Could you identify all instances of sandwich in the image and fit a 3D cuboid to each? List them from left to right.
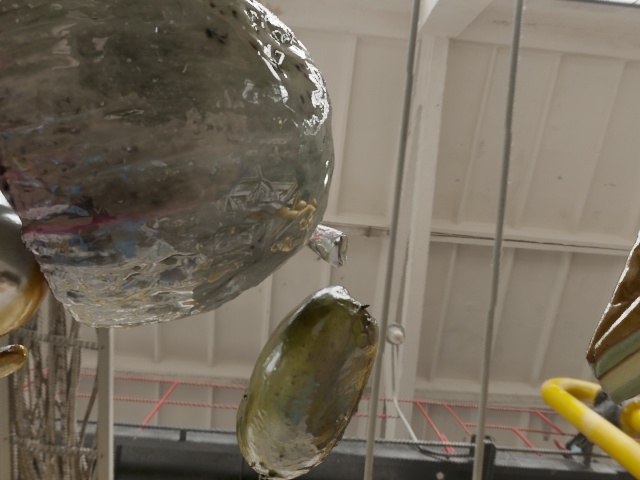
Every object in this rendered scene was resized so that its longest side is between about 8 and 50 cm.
[{"bbox_3d":[0.325,0.072,0.519,0.163,0.113,0.079,-40,-71,8],"label":"sandwich"}]

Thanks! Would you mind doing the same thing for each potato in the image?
[{"bbox_3d":[-0.012,0.150,0.514,0.113,0.149,0.251,41,-57,19],"label":"potato"}]

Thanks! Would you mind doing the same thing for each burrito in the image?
[{"bbox_3d":[0.001,0.001,0.983,0.064,0.203,0.064,-6,-75,-25],"label":"burrito"}]

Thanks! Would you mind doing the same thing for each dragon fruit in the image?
[{"bbox_3d":[-0.094,-0.071,0.390,0.221,0.204,0.283,-6,-74,-13],"label":"dragon fruit"}]

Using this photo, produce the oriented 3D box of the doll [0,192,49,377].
[{"bbox_3d":[-0.308,-0.035,0.412,0.162,0.166,0.270,-32,-123,37],"label":"doll"}]
